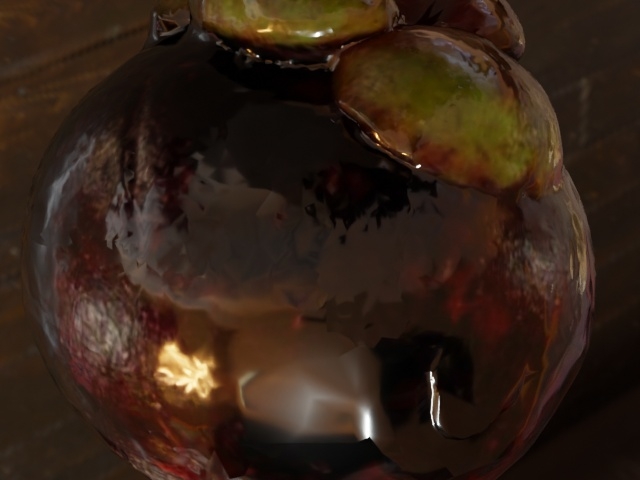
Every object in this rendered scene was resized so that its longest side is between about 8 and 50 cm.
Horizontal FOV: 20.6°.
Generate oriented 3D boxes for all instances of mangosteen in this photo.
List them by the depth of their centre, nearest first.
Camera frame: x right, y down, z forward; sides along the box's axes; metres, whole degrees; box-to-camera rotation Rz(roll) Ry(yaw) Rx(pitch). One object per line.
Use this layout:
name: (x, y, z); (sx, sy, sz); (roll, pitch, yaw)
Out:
mangosteen: (0.000, 0.000, 0.602); (0.210, 0.210, 0.210); (-24, 127, -36)
